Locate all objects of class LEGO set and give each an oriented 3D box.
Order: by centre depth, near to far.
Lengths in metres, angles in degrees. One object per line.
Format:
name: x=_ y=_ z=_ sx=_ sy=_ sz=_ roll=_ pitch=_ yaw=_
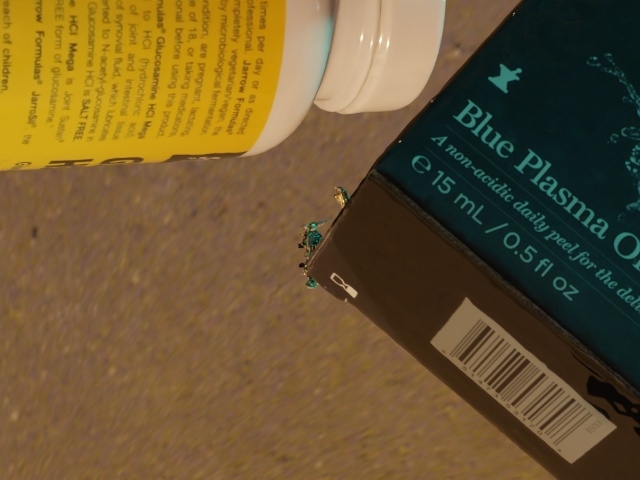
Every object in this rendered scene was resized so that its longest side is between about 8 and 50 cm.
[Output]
LEGO set: x=0.002 y=0.001 z=1.436 sx=0.083 sy=0.023 sz=0.054 roll=-50 pitch=125 yaw=-39

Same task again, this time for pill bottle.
pill bottle: x=-0.112 y=-0.133 z=1.056 sx=0.333 sy=0.188 sz=0.188 roll=-4 pitch=77 yaw=-22

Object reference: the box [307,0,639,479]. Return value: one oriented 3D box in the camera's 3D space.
box: x=0.109 y=-0.009 z=0.636 sx=0.156 sy=0.093 sz=0.158 roll=40 pitch=66 yaw=4
